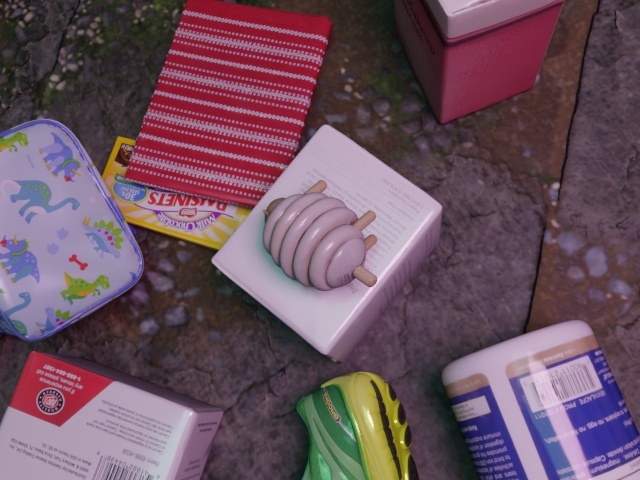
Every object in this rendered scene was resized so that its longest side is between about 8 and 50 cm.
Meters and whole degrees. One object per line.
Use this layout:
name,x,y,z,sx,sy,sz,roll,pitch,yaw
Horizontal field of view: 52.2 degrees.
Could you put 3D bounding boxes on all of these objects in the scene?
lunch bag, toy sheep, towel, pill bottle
lunch bag,-0.311,-0.012,0.725,0.176,0.090,0.219,-35,106,-31
toy sheep,0.000,0.000,0.576,0.132,0.091,0.091,32,83,34
towel,-0.109,-0.176,0.808,0.199,0.031,0.275,12,73,9
pill bottle,0.227,0.220,0.605,0.153,0.153,0.265,-20,74,4

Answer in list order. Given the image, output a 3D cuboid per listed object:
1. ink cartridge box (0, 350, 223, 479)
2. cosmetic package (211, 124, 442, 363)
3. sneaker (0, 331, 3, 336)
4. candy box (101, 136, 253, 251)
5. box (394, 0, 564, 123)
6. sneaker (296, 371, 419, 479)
ink cartridge box,-0.249,0.279,0.688,0.197,0.114,0.273,17,79,12
cosmetic package,0.014,0.012,0.693,0.151,0.151,0.184,38,83,15
sneaker,-0.407,0.054,0.784,0.112,0.121,0.299,37,71,-20
candy box,-0.175,-0.055,0.806,0.206,0.027,0.105,16,80,13
box,0.159,-0.252,0.693,0.127,0.232,0.148,-22,73,3
sneaker,0.041,0.285,0.659,0.123,0.109,0.295,-16,75,29
